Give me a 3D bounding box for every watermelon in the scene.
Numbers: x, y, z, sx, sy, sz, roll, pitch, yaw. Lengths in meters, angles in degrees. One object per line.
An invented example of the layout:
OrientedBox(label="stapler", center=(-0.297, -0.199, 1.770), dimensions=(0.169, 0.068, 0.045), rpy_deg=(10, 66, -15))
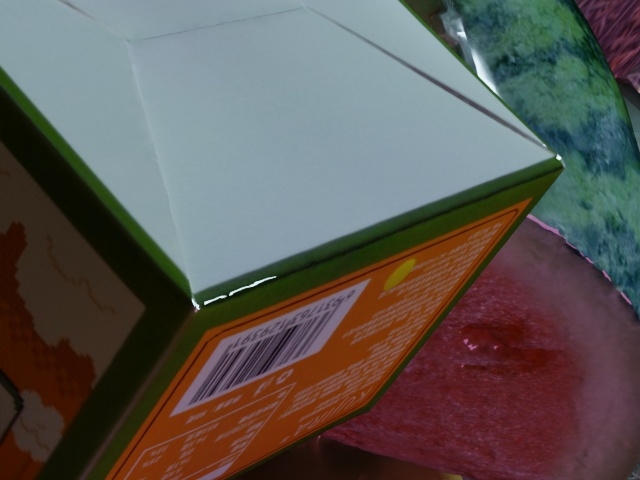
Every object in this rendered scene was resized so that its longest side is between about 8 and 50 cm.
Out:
OrientedBox(label="watermelon", center=(0.040, 0.014, 0.774), dimensions=(0.292, 0.250, 0.283), rpy_deg=(-45, 164, 3))

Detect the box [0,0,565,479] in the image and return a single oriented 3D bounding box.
OrientedBox(label="box", center=(-0.064, -0.017, 0.563), dimensions=(0.195, 0.177, 0.148), rpy_deg=(-22, 152, -51))

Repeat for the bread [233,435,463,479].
OrientedBox(label="bread", center=(-0.122, 0.245, 0.905), dimensions=(0.348, 0.253, 0.376), rpy_deg=(-20, 179, 42))

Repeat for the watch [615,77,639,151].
OrientedBox(label="watch", center=(0.121, 0.006, 1.194), dimensions=(0.241, 0.162, 0.253), rpy_deg=(0, 133, -53))
